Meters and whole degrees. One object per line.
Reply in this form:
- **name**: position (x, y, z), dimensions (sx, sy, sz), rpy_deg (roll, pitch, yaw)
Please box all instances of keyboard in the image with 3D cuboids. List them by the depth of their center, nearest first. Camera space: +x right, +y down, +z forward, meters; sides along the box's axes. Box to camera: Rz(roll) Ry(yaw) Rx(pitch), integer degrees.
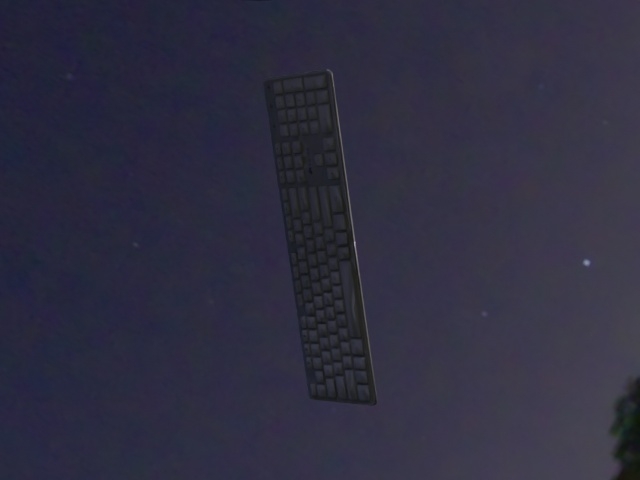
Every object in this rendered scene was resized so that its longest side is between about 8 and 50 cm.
- **keyboard**: position (0.000, 0.000, 0.973), dimensions (0.014, 0.072, 0.256), rpy_deg (-14, -81, -39)
